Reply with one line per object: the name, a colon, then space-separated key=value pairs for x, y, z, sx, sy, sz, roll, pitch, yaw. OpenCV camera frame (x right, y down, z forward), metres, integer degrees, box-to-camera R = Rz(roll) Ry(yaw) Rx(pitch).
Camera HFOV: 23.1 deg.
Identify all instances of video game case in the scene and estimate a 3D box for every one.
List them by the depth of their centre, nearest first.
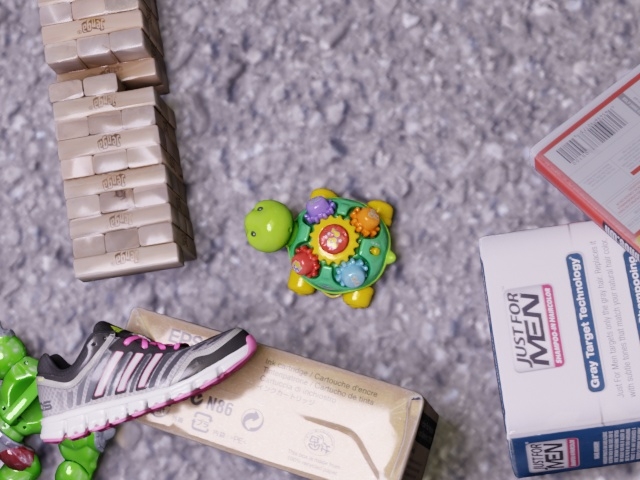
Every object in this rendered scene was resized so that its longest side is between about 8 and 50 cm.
video game case: x=0.329 y=-0.037 z=1.198 sx=0.204 sy=0.025 sz=0.285 roll=-37 pitch=59 yaw=-12

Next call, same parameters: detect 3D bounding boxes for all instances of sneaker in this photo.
sneaker: x=-0.131 y=0.087 z=1.120 sx=0.170 sy=0.063 sz=0.075 roll=-21 pitch=84 yaw=9

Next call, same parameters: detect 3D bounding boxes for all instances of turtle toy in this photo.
turtle toy: x=0.000 y=0.000 z=1.312 sx=0.130 sy=0.066 sz=0.095 roll=13 pitch=83 yaw=9

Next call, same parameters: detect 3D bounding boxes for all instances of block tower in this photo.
block tower: x=-0.179 y=-0.130 z=1.345 sx=0.091 sy=0.097 sz=0.335 roll=-10 pitch=78 yaw=6

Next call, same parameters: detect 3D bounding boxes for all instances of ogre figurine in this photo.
ogre figurine: x=-0.253 y=0.155 z=1.309 sx=0.118 sy=0.097 sz=0.197 roll=-48 pitch=67 yaw=10

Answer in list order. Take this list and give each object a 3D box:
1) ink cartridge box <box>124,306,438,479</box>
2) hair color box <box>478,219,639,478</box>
ink cartridge box: x=-0.032 y=0.134 z=1.231 sx=0.234 sy=0.193 sz=0.088 roll=16 pitch=83 yaw=10
hair color box: x=0.308 y=0.068 z=1.224 sx=0.347 sy=0.105 sz=0.174 roll=-8 pitch=63 yaw=6
